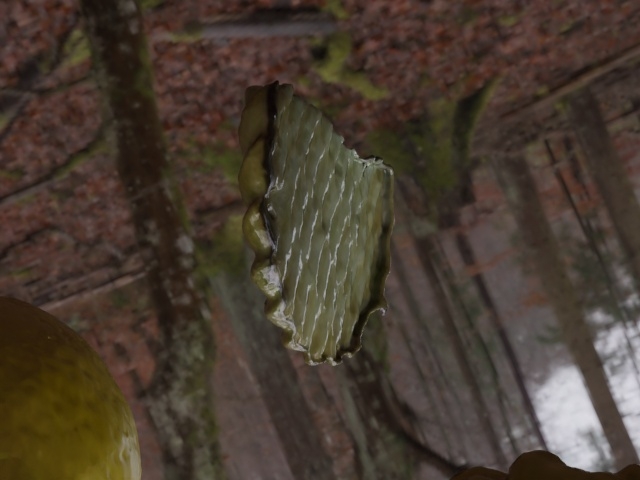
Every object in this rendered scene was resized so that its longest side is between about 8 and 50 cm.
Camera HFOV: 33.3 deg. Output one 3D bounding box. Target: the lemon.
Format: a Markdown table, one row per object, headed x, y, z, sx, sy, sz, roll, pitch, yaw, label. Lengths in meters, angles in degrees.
| x | y | z | sx | sy | sz | roll | pitch | yaw | label |
| --- | --- | --- | --- | --- | --- | --- | --- | --- | --- |
| -0.255 | 0.163 | 0.722 | 0.293 | 0.293 | 0.293 | -24 | -178 | 1 | lemon |

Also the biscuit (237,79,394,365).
| x | y | z | sx | sy | sz | roll | pitch | yaw | label |
| --- | --- | --- | --- | --- | --- | --- | --- | --- | --- |
| 0.000 | 0.000 | 0.795 | 0.036 | 0.187 | 0.273 | -2 | 166 | 21 | biscuit |

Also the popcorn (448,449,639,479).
| x | y | z | sx | sy | sz | roll | pitch | yaw | label |
| --- | --- | --- | --- | --- | --- | --- | --- | --- | --- |
| 0.102 | 0.178 | 0.376 | 0.218 | 0.189 | 0.169 | 21 | 162 | -34 | popcorn |
